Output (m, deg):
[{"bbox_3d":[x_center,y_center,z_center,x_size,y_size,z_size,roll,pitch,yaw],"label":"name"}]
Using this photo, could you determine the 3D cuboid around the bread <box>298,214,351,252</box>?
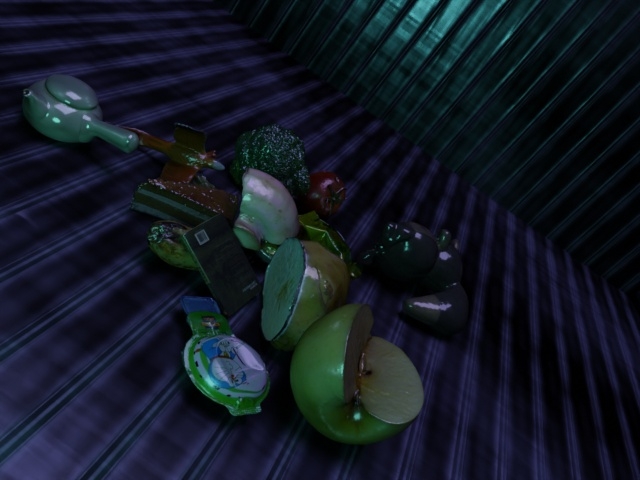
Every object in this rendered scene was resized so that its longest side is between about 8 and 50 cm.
[{"bbox_3d":[0.000,0.000,1.976,0.228,0.033,0.228,28,30,-18],"label":"bread"}]

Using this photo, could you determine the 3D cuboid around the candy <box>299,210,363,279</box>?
[{"bbox_3d":[0.028,0.016,1.791,0.246,0.069,0.149,53,17,0],"label":"candy"}]

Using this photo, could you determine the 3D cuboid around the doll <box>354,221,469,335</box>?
[{"bbox_3d":[0.331,0.095,1.983,0.382,0.252,0.378,14,34,-25],"label":"doll"}]

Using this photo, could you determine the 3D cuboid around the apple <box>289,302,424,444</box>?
[{"bbox_3d":[0.062,0.301,1.342,0.295,0.233,0.257,45,26,-23],"label":"apple"}]

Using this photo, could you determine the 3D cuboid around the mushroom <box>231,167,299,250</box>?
[{"bbox_3d":[-0.136,-0.093,1.631,0.173,0.162,0.236,12,43,2],"label":"mushroom"}]

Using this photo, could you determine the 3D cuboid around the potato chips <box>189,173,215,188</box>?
[{"bbox_3d":[-0.341,-0.138,1.805,0.092,0.028,0.207,6,35,-35],"label":"potato chips"}]

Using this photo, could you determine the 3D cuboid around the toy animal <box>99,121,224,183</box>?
[{"bbox_3d":[-0.449,-0.257,1.798,0.284,0.225,0.302,26,12,27],"label":"toy animal"}]

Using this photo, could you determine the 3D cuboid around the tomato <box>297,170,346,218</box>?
[{"bbox_3d":[-0.003,-0.157,2.103,0.167,0.167,0.167,27,29,-16],"label":"tomato"}]

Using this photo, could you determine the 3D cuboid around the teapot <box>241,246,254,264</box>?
[{"bbox_3d":[-0.221,0.033,1.657,0.100,0.045,0.068,42,26,10],"label":"teapot"}]

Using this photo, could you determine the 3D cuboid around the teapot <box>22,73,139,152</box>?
[{"bbox_3d":[-0.640,-0.336,1.646,0.318,0.149,0.220,26,30,-17],"label":"teapot"}]

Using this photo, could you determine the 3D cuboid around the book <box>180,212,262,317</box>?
[{"bbox_3d":[-0.240,0.058,1.501,0.228,0.024,0.160,63,33,-8],"label":"book"}]

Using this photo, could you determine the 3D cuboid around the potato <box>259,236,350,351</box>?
[{"bbox_3d":[-0.021,0.140,1.508,0.196,0.246,0.299,22,36,-19],"label":"potato"}]

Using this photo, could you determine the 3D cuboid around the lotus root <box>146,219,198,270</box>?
[{"bbox_3d":[-0.326,0.021,1.506,0.258,0.097,0.110,24,51,-43],"label":"lotus root"}]

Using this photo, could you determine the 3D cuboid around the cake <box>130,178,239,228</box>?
[{"bbox_3d":[-0.353,-0.085,1.614,0.295,0.116,0.112,13,43,-34],"label":"cake"}]

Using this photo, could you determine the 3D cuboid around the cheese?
[{"bbox_3d":[-0.215,0.237,1.300,0.204,0.083,0.320,8,39,-42],"label":"cheese"}]

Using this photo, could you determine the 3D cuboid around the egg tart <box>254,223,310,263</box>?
[{"bbox_3d":[-0.127,0.003,1.761,0.234,0.094,0.234,26,32,-17],"label":"egg tart"}]

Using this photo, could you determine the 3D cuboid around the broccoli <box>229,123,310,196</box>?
[{"bbox_3d":[-0.162,-0.252,2.012,0.294,0.265,0.245,53,-1,32],"label":"broccoli"}]
